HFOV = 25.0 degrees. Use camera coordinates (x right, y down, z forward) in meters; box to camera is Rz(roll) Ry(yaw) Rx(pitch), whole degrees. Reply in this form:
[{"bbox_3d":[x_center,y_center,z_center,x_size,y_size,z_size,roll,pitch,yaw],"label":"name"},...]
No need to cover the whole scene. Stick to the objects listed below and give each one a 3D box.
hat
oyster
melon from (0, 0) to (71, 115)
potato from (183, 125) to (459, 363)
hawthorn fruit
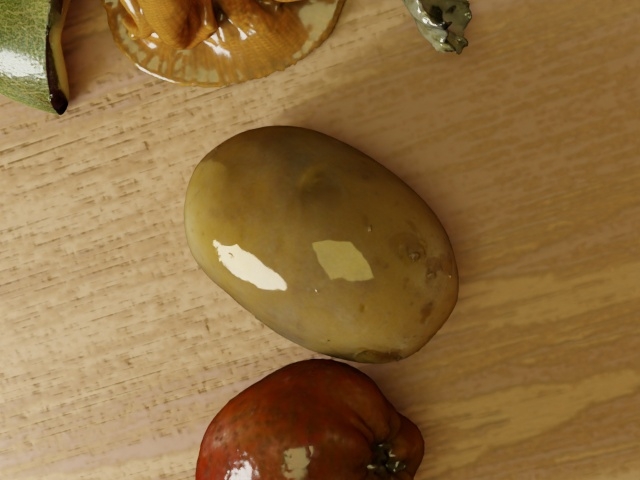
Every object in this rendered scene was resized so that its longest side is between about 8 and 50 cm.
[{"bbox_3d":[-0.102,-0.229,1.059,0.244,0.233,0.233,-29,90,13],"label":"hat"},{"bbox_3d":[0.053,-0.234,1.078,0.072,0.133,0.209,-15,122,28],"label":"oyster"},{"bbox_3d":[-0.256,-0.183,1.177,0.128,0.079,0.160,5,100,10],"label":"melon"},{"bbox_3d":[0.000,0.000,1.128,0.234,0.146,0.150,29,73,7],"label":"potato"},{"bbox_3d":[-0.010,0.185,1.138,0.189,0.189,0.189,2,98,12],"label":"hawthorn fruit"}]
